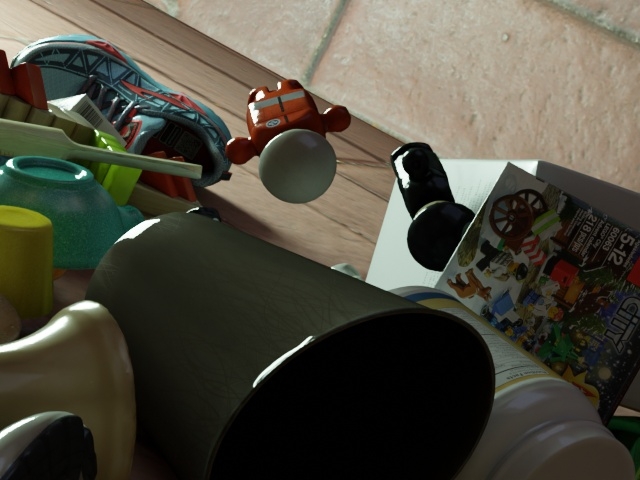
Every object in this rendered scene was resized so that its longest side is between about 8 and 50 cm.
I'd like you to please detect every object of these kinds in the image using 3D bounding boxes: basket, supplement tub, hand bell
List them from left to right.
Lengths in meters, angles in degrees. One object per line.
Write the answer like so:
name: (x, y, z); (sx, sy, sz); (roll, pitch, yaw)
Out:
hand bell: (-0.222, 0.083, 0.796); (0.242, 0.126, 0.126); (6, 20, -31)
basket: (-0.040, 0.077, 1.052); (0.204, 0.154, 0.227); (-20, 30, -28)
supplement tub: (0.097, 0.133, 1.125); (0.144, 0.144, 0.199); (16, 15, -43)

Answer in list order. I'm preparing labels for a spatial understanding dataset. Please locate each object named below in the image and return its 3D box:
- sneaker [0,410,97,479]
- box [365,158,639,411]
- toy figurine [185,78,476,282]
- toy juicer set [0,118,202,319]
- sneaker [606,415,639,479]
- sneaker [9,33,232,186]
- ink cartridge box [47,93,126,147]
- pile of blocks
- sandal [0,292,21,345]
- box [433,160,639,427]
sneaker: (-0.181, 0.140, 0.646); (0.110, 0.107, 0.275); (-2, 8, 18)
box: (0.195, 0.037, 1.487); (0.215, 0.168, 0.345); (18, -1, -15)
toy figurine: (0.000, 0.000, 1.355); (0.213, 0.209, 0.148); (26, 22, -23)
toy juicer set: (-0.240, -0.022, 1.252); (0.209, 0.089, 0.329); (15, 17, 12)
sneaker: (0.291, 0.216, 1.325); (0.123, 0.109, 0.295); (18, 4, -29)
sneaker: (-0.204, -0.136, 1.788); (0.261, 0.104, 0.125); (23, 13, -15)
ink cartridge box: (-0.234, -0.099, 1.556); (0.115, 0.029, 0.063); (-3, -48, 52)
pile of blocks: (-0.250, -0.087, 1.428); (0.362, 0.113, 0.149); (25, 11, -7)
sandal: (-0.278, -0.012, 1.041); (0.240, 0.079, 0.088); (31, 38, 17)
box: (0.152, 0.080, 1.254); (0.159, 0.233, 0.044); (29, -2, 18)
